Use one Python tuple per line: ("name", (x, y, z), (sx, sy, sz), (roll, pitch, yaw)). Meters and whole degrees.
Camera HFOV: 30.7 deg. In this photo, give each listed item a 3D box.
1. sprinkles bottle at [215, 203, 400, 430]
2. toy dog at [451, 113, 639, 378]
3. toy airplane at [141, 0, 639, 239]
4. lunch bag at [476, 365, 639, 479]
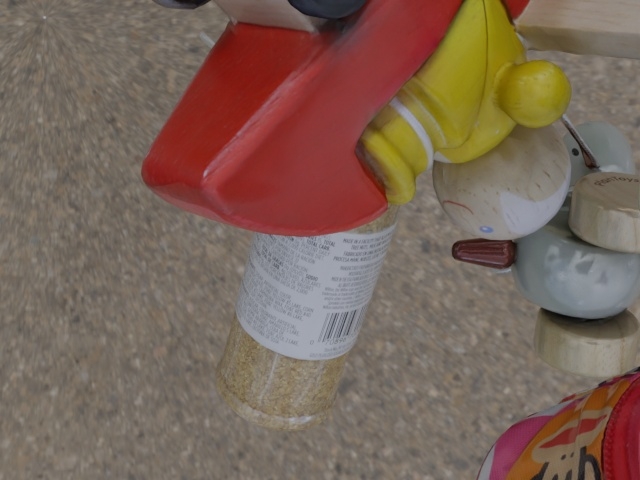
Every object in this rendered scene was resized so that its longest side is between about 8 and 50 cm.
("sprinkles bottle", (0.000, 0.000, 1.019), (0.121, 0.121, 0.355), (8, 121, -15))
("toy dog", (0.196, -0.018, 0.993), (0.161, 0.333, 0.220), (12, 95, 4))
("toy airplane", (0.100, -0.134, 0.702), (0.384, 0.386, 0.272), (-15, 119, 8))
("lunch bag", (0.215, 0.139, 0.377), (0.293, 0.120, 0.258), (-14, 74, -27))
